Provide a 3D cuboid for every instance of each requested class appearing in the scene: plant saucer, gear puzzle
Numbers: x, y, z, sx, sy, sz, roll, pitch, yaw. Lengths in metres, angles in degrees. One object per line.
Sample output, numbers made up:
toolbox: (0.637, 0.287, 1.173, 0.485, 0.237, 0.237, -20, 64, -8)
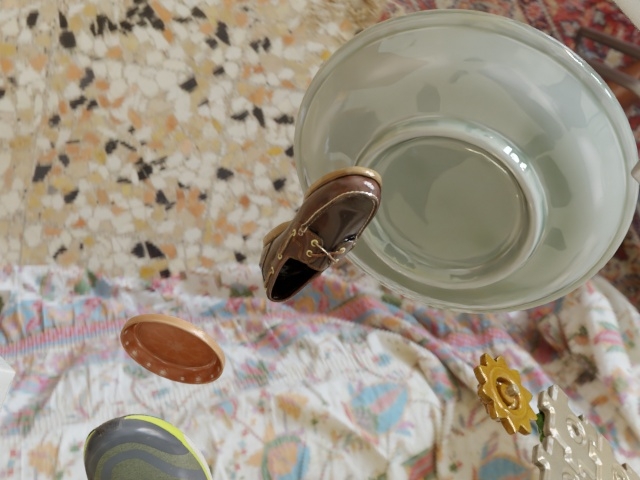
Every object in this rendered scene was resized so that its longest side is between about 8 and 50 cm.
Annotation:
plant saucer: (-0.112, 0.082, 0.805, 0.084, 0.013, 0.083, 13, 143, 10)
plant saucer: (0.148, -0.056, 1.183, 0.401, 0.100, 0.400, 11, 128, 14)
gear puzzle: (0.253, 0.247, 1.045, 0.044, 0.175, 0.339, -34, 108, 31)

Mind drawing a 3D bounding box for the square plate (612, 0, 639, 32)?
square plate: (0.243, -0.240, 0.448, 0.049, 0.344, 0.347, -15, 153, -52)

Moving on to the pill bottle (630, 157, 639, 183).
pill bottle: (0.335, 0.029, 0.578, 0.323, 0.181, 0.181, 44, 97, 5)

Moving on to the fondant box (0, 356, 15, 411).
fondant box: (-0.484, 0.093, 1.050, 0.238, 0.330, 0.096, 18, 94, -40)

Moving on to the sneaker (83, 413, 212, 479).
sneaker: (-0.128, 0.294, 0.957, 0.111, 0.121, 0.299, -24, 106, -3)

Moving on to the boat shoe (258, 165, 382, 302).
boat shoe: (0.000, 0.000, 1.072, 0.073, 0.073, 0.207, 16, 147, -20)
